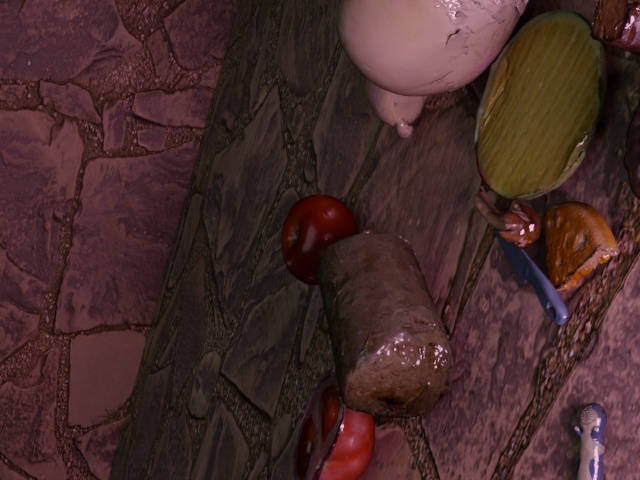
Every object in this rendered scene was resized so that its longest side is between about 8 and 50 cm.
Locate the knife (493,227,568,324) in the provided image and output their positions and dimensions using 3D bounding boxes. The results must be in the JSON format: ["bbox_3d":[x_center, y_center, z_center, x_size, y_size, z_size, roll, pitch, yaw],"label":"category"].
[{"bbox_3d":[0.295,0.041,1.281,0.313,0.019,0.044,-103,18,-64],"label":"knife"}]

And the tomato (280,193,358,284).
[{"bbox_3d":[0.000,0.000,1.853,0.195,0.136,0.195,-37,47,54],"label":"tomato"}]

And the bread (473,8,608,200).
[{"bbox_3d":[0.334,-0.202,1.354,0.301,0.045,0.301,-40,45,55],"label":"bread"}]

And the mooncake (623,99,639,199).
[{"bbox_3d":[0.441,-0.107,0.970,0.228,0.124,0.228,-41,41,50],"label":"mooncake"}]

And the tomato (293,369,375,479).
[{"bbox_3d":[0.036,0.350,1.610,0.199,0.112,0.228,-99,31,-56],"label":"tomato"}]

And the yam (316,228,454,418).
[{"bbox_3d":[0.104,0.140,1.488,0.195,0.195,0.300,-58,28,33],"label":"yam"}]

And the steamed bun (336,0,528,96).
[{"bbox_3d":[0.199,-0.372,1.469,0.233,0.334,0.312,50,137,23],"label":"steamed bun"}]

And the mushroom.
[{"bbox_3d":[0.269,-0.042,1.341,0.060,0.061,0.187,-58,26,7],"label":"mushroom"}]

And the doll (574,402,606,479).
[{"bbox_3d":[0.334,0.264,1.108,0.037,0.027,0.125,-11,67,56],"label":"doll"}]

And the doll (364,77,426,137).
[{"bbox_3d":[0.152,-0.331,1.762,0.149,0.175,0.278,-27,30,9],"label":"doll"}]

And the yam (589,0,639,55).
[{"bbox_3d":[0.410,-0.259,1.099,0.079,0.141,0.079,-166,90,-68],"label":"yam"}]

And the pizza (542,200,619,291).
[{"bbox_3d":[0.343,0.013,1.206,0.178,0.041,0.131,-158,79,-73],"label":"pizza"}]
